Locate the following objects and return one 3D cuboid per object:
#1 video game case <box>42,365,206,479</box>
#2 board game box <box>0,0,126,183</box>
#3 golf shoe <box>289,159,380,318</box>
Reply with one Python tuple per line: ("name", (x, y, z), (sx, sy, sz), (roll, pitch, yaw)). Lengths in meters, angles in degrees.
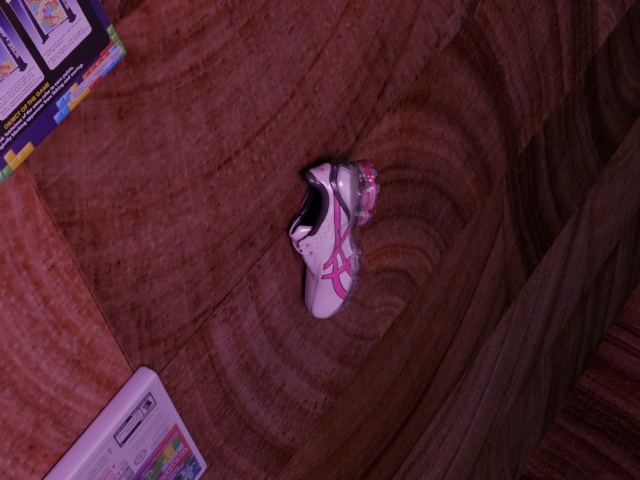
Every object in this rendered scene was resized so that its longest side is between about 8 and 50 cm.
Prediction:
("video game case", (-0.194, 0.240, 0.912), (0.201, 0.023, 0.183), (-51, 148, -28))
("board game box", (-0.211, -0.113, 0.599), (0.170, 0.048, 0.141), (-52, 146, -23))
("golf shoe", (0.000, 0.000, 1.035), (0.086, 0.067, 0.186), (-4, 120, -27))
